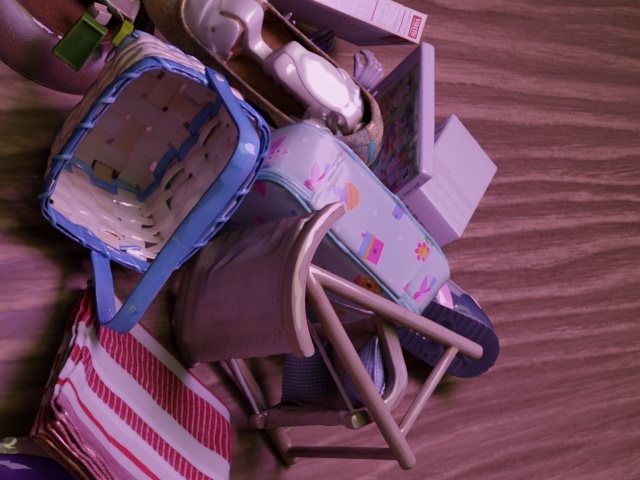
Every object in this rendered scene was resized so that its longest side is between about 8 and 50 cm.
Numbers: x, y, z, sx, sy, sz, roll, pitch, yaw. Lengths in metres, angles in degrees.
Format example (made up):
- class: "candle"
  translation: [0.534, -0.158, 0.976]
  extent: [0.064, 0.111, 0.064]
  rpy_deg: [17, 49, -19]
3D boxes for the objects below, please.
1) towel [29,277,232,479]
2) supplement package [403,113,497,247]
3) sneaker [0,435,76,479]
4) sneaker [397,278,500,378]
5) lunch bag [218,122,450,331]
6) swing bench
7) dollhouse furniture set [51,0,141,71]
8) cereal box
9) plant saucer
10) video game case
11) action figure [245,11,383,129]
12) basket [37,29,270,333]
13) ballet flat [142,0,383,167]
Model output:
- class: "towel"
  translation: [-0.171, 0.182, 1.476]
  extent: [0.237, 0.037, 0.329]
  rpy_deg: [47, 15, -18]
- class: "supplement package"
  translation: [0.152, -0.072, 2.036]
  extent: [0.105, 0.105, 0.179]
  rpy_deg: [49, 41, -13]
- class: "sneaker"
  translation: [-0.234, 0.288, 1.400]
  extent: [0.293, 0.102, 0.146]
  rpy_deg: [27, 50, -35]
- class: "sneaker"
  translation: [0.090, 0.058, 1.918]
  extent: [0.319, 0.112, 0.131]
  rpy_deg: [39, 14, -19]
- class: "lunch bag"
  translation: [0.000, 0.000, 1.709]
  extent: [0.279, 0.224, 0.108]
  rpy_deg: [46, 59, -21]
- class: "swing bench"
  translation: [-0.014, 0.108, 1.601]
  extent: [0.255, 0.253, 0.165]
  rpy_deg: [45, 63, -19]
- class: "dollhouse furniture set"
  translation: [-0.257, -0.249, 1.683]
  extent: [0.076, 0.058, 0.151]
  rpy_deg: [37, 25, -17]
- class: "cereal box"
  translation: [-0.003, -0.314, 1.933]
  extent: [0.240, 0.173, 0.047]
  rpy_deg: [18, 88, -28]
- class: "plant saucer"
  translation: [-0.307, -0.321, 1.729]
  extent: [0.311, 0.050, 0.310]
  rpy_deg: [27, 49, -35]
- class: "video game case"
  translation: [0.085, -0.125, 1.925]
  extent: [0.023, 0.193, 0.212]
  rpy_deg: [20, 53, -25]
- class: "action figure"
  translation: [-0.021, -0.203, 1.835]
  extent: [0.164, 0.141, 0.275]
  rpy_deg: [25, 25, -24]
- class: "basket"
  translation: [-0.166, -0.073, 1.536]
  extent: [0.201, 0.255, 0.289]
  rpy_deg: [30, 23, -27]
- class: "ballet flat"
  translation: [-0.062, -0.215, 1.695]
  extent: [0.348, 0.123, 0.123]
  rpy_deg: [43, 39, 6]
